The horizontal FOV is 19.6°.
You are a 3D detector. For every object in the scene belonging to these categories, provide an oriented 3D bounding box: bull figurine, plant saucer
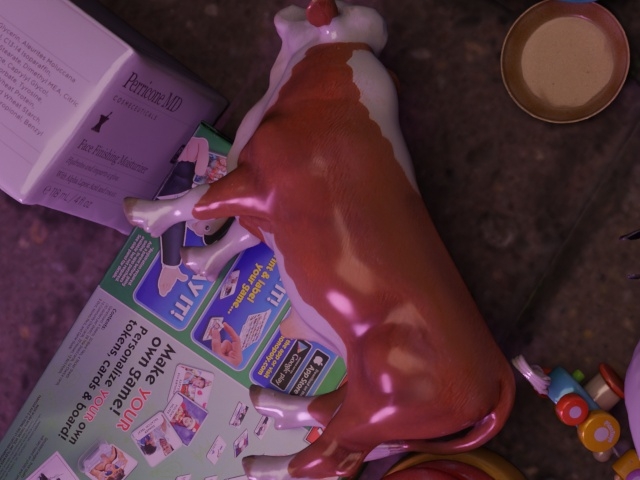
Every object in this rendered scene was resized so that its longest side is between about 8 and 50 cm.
[{"bbox_3d":[0.000,0.000,1.134,0.188,0.101,0.310,-30,72,16],"label":"bull figurine"},{"bbox_3d":[0.158,-0.115,1.192,0.083,0.015,0.083,-2,83,17],"label":"plant saucer"}]

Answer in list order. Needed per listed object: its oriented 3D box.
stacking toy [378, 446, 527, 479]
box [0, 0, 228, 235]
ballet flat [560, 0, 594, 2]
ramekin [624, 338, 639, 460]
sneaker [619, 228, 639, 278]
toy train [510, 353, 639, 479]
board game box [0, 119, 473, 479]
[{"bbox_3d":[0.120,0.290,1.096,0.309,0.130,0.279,23,90,18],"label":"stacking toy"},{"bbox_3d":[-0.185,-0.108,1.204,0.182,0.181,0.119,37,95,17],"label":"box"},{"bbox_3d":[0.054,-0.261,1.198,0.349,0.123,0.123,21,90,15],"label":"ballet flat"},{"bbox_3d":[0.276,0.126,1.006,0.127,0.273,0.273,-34,75,22],"label":"ramekin"},{"bbox_3d":[0.268,-0.006,1.108,0.170,0.089,0.051,-13,80,15],"label":"sneaker"},{"bbox_3d":[0.188,0.122,1.101,0.046,0.125,0.166,-41,70,1],"label":"toy train"},{"bbox_3d":[-0.074,0.111,1.217,0.213,0.046,0.317,33,93,16],"label":"board game box"}]
